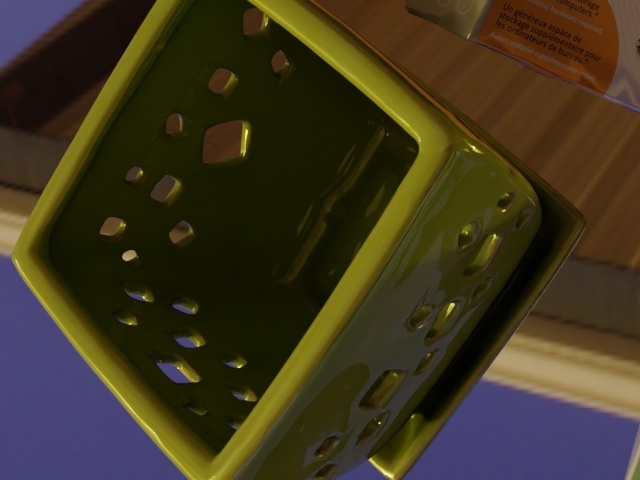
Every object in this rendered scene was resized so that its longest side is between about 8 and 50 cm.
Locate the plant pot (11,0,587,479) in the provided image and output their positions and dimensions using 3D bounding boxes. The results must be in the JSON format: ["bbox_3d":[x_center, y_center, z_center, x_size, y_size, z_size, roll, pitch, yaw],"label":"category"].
[{"bbox_3d":[0.000,0.000,0.822,0.227,0.228,0.207,43,-165,35],"label":"plant pot"}]

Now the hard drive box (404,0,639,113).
[{"bbox_3d":[0.177,-0.186,0.744,0.181,0.232,0.089,18,-168,-24],"label":"hard drive box"}]

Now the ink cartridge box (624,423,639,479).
[{"bbox_3d":[0.234,0.085,0.871,0.062,0.209,0.109,16,-115,13],"label":"ink cartridge box"}]
